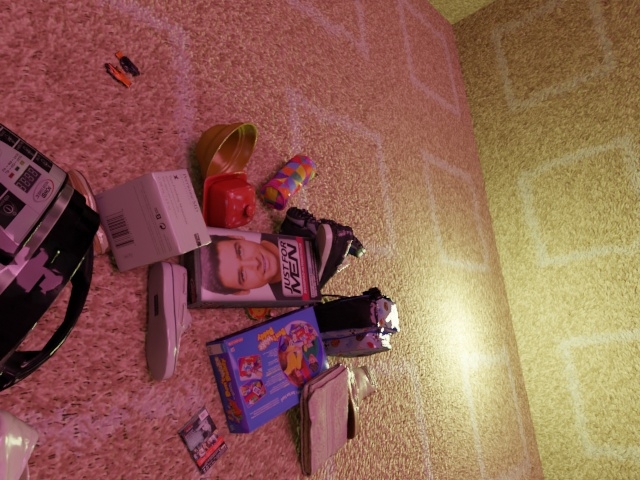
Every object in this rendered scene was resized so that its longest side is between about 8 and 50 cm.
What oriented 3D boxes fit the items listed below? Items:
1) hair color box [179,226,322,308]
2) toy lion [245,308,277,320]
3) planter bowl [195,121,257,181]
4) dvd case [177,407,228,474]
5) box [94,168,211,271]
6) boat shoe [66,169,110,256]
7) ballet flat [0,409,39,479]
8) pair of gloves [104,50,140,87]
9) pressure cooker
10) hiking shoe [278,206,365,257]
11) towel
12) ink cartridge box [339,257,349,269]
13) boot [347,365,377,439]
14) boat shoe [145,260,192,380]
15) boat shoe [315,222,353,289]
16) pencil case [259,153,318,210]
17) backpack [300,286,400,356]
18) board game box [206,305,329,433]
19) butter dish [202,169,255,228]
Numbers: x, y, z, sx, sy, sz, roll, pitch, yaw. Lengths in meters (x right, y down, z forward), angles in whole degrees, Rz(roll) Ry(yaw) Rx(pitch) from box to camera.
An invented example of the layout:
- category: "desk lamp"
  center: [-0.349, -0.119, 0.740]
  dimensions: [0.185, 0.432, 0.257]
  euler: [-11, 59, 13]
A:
- category: "hair color box"
  center: [-0.178, 0.080, 1.291]
  dimensions: [0.374, 0.114, 0.185]
  euler: [6, 71, -41]
- category: "toy lion"
  center: [-0.169, 0.177, 1.369]
  dimensions: [0.096, 0.034, 0.100]
  euler: [20, 61, -37]
- category: "planter bowl"
  center: [-0.273, -0.246, 1.320]
  dimensions: [0.090, 0.217, 0.217]
  euler: [34, 41, 9]
- category: "dvd case"
  center: [-0.274, 0.469, 1.138]
  dimensions: [0.087, 0.013, 0.119]
  euler: [-38, 107, -50]
- category: "box"
  center: [-0.369, -0.045, 1.068]
  dimensions: [0.119, 0.182, 0.181]
  euler: [-32, 105, -66]
- category: "boat shoe"
  center: [-0.509, -0.054, 1.020]
  dimensions: [0.072, 0.068, 0.190]
  euler: [-23, 94, -40]
- category: "ballet flat"
  center: [-0.535, 0.473, 0.744]
  dimensions: [0.139, 0.139, 0.400]
  euler: [31, 53, -40]
- category: "pair of gloves"
  center: [-0.498, -0.431, 1.221]
  dimensions: [0.074, 0.010, 0.083]
  euler: [44, 43, -29]
- category: "pressure cooker"
  center: [-0.545, 0.010, 0.715]
  dimensions: [0.420, 0.375, 0.370]
  euler: [45, 70, -30]
- category: "hiking shoe"
  center: [0.000, 0.000, 1.540]
  dimensions: [0.304, 0.132, 0.113]
  euler: [24, 20, -25]
- category: "towel"
  center: [0.017, 0.502, 1.375]
  dimensions: [0.187, 0.049, 0.282]
  euler: [-19, 113, -50]
- category: "ink cartridge box"
  center: [0.031, 0.043, 1.639]
  dimensions: [0.099, 0.056, 0.135]
  euler: [-31, 99, -52]
- category: "boot"
  center: [0.118, 0.510, 1.549]
  dimensions: [0.165, 0.077, 0.213]
  euler: [11, 64, -50]
- category: "boat shoe"
  center: [-0.341, 0.181, 1.112]
  dimensions: [0.088, 0.096, 0.267]
  euler: [13, 60, -46]
- category: "boat shoe"
  center: [0.024, 0.064, 1.444]
  dimensions: [0.091, 0.302, 0.114]
  euler: [-1, 57, -16]
- category: "pencil case"
  center: [-0.099, -0.186, 1.540]
  dimensions: [0.104, 0.104, 0.236]
  euler: [59, 40, -16]
- category: "backpack"
  center: [0.125, 0.259, 1.521]
  dimensions: [0.263, 0.277, 0.213]
  euler: [7, 75, -56]
- category: "board game box"
  center: [-0.124, 0.336, 1.319]
  dimensions: [0.347, 0.078, 0.233]
  euler: [-12, 85, -52]
- category: "butter dish"
  center: [-0.225, -0.094, 1.300]
  dimensions: [0.160, 0.118, 0.159]
  euler: [-23, 128, -52]
